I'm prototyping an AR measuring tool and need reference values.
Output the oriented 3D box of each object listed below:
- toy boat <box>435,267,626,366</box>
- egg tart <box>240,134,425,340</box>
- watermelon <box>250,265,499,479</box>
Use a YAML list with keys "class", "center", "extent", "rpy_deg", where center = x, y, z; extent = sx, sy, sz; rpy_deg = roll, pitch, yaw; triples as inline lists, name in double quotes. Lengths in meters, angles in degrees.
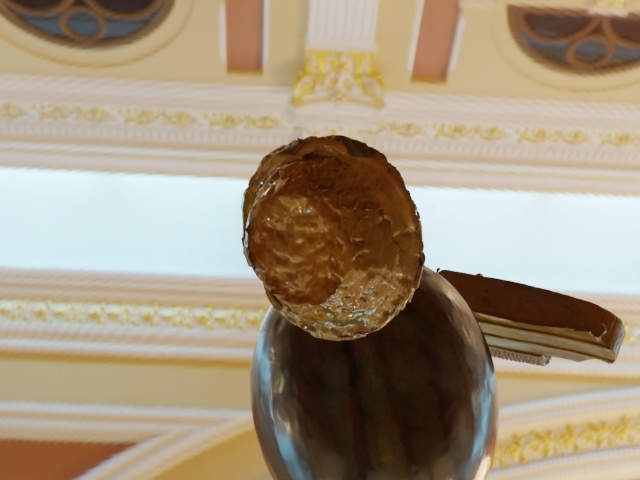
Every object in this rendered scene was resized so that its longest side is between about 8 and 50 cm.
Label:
- class: "toy boat"
  center: [0.259, 0.115, 1.443]
  extent: [0.310, 0.115, 0.089]
  rpy_deg: [10, -134, 21]
- class: "egg tart"
  center: [0.000, 0.000, 0.620]
  extent: [0.129, 0.129, 0.049]
  rpy_deg: [33, -154, 18]
- class: "watermelon"
  center: [0.059, 0.169, 1.184]
  extent: [0.279, 0.279, 0.359]
  rpy_deg: [-14, -84, -13]
